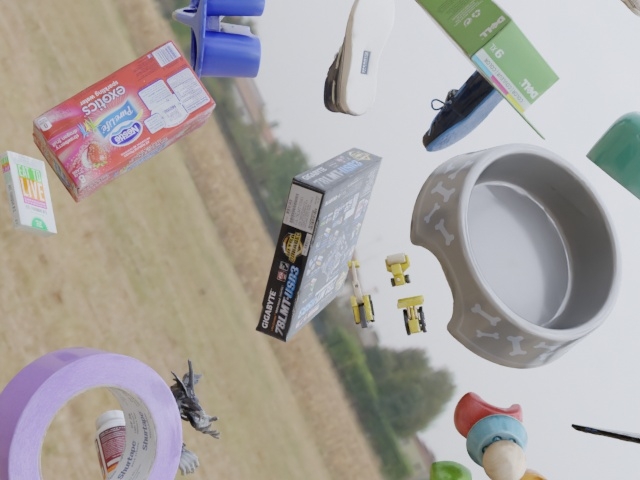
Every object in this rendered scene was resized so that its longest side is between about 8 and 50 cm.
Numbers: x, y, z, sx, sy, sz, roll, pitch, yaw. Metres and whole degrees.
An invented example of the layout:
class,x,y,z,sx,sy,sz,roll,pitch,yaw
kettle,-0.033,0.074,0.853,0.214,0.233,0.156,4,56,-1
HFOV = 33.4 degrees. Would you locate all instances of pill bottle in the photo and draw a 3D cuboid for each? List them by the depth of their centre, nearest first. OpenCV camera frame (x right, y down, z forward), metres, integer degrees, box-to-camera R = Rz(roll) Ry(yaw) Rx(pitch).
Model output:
class,x,y,z,sx,sy,sz,roll,pitch,yaw
pill bottle,-0.395,0.411,2.091,0.086,0.086,0.152,66,-1,-50

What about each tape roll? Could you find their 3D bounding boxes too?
class,x,y,z,sx,sy,sz,roll,pitch,yaw
tape roll,-0.335,0.293,1.524,0.090,0.275,0.275,3,-55,50

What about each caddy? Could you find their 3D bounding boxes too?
class,x,y,z,sx,sy,sz,roll,pitch,yaw
caddy,-0.219,-0.461,2.222,0.341,0.179,0.241,-118,-147,-71

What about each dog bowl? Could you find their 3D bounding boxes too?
class,x,y,z,sx,sy,sz,roll,pitch,yaw
dog bowl,0.306,0.012,1.600,0.102,0.349,0.349,-32,-99,55

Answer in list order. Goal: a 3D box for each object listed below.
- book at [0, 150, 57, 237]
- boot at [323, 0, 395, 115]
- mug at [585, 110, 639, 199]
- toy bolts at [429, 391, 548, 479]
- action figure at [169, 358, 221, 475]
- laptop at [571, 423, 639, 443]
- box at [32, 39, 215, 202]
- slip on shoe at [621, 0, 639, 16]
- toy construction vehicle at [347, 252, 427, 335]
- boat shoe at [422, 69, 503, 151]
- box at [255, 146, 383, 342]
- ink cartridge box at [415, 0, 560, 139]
class,x,y,z,sx,sy,sz,roll,pitch,yaw
book,-0.526,-0.082,1.912,0.096,0.035,0.144,23,48,-64
boot,0.047,-0.273,1.522,0.086,0.069,0.190,17,-87,61
mug,0.423,-0.116,1.406,0.129,0.097,0.158,24,20,-46
toy bolts,0.256,0.354,1.518,0.158,0.218,0.228,-94,-165,-70
action figure,-0.255,0.345,1.915,0.141,0.276,0.164,32,34,9
laptop,0.592,0.273,1.732,0.264,0.234,0.136,3,-99,53
box,-0.308,-0.184,1.667,0.128,0.257,0.122,55,-17,0
slip on shoe,0.638,-0.504,2.188,0.135,0.041,0.051,28,34,-32
toy construction vehicle,0.077,0.066,1.254,0.035,0.086,0.098,5,77,-79
boat shoe,0.309,-0.290,2.277,0.109,0.258,0.089,-3,59,-52
box,0.000,0.000,1.933,0.295,0.073,0.293,-36,146,-62
ink cartridge box,0.189,-0.208,1.148,0.109,0.062,0.209,39,15,-39
